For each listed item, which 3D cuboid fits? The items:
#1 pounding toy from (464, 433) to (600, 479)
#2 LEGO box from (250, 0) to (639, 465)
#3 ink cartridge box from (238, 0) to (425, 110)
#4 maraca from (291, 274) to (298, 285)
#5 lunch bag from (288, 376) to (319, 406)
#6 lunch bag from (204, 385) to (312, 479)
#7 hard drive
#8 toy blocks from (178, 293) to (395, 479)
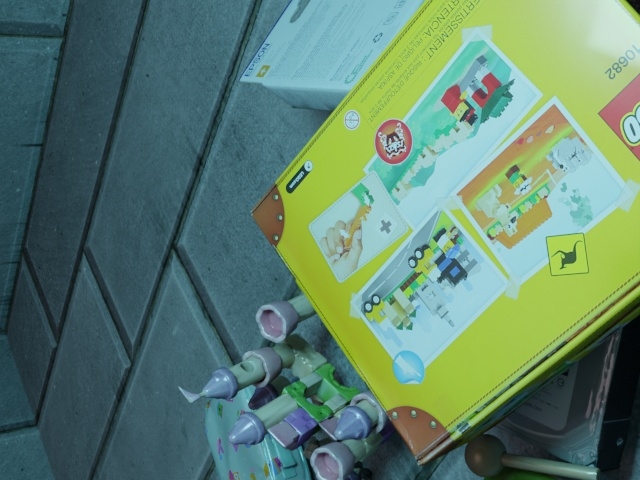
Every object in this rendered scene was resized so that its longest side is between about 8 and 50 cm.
[{"bbox_3d":[0.260,0.362,1.132,0.183,0.110,0.236,13,140,37],"label":"pounding toy"},{"bbox_3d":[0.205,-0.053,1.002,0.500,0.193,0.372,-47,67,32],"label":"LEGO box"},{"bbox_3d":[0.066,-0.331,1.307,0.330,0.071,0.324,17,72,56],"label":"ink cartridge box"},{"bbox_3d":[0.000,0.000,1.578,0.127,0.099,0.185,12,89,46],"label":"maraca"},{"bbox_3d":[-0.027,0.297,1.698,0.071,0.053,0.083,-5,101,57],"label":"lunch bag"},{"bbox_3d":[-0.120,0.413,1.803,0.224,0.108,0.279,-42,61,47],"label":"lunch bag"},{"bbox_3d":[0.295,0.088,1.144,0.237,0.064,0.338,21,103,51],"label":"hard drive"},{"bbox_3d":[-0.049,0.296,1.489,0.288,0.260,0.309,41,129,23],"label":"toy blocks"}]
